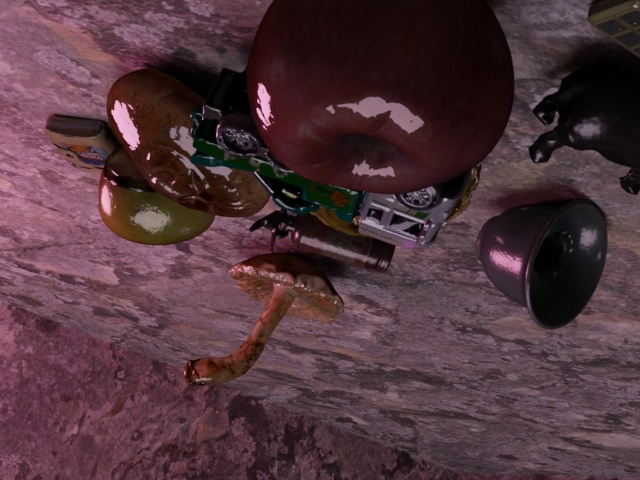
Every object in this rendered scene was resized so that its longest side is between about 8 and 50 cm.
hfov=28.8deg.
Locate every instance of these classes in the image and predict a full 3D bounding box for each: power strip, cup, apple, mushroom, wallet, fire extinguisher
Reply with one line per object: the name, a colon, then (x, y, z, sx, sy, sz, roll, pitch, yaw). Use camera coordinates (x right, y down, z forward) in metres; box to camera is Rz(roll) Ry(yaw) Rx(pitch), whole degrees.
power strip: (0.369, -0.218, 1.351, 0.169, 0.028, 0.076, 24, 158, -30)
cup: (0.317, 0.019, 1.889, 0.150, 0.199, 0.199, 21, 171, 43)
apple: (-0.254, -0.074, 2.000, 0.188, 0.174, 0.207, 16, 178, 1)
apple: (0.065, -0.184, 1.336, 0.305, 0.235, 0.306, 9, 161, 3)
mushroom: (-0.188, -0.134, 1.781, 0.278, 0.146, 0.278, 34, 163, 12)
mushroom: (-0.101, 0.161, 2.413, 0.233, 0.302, 0.208, 29, -167, -6)
wallet: (-0.381, -0.151, 2.041, 0.110, 0.039, 0.155, 7, 160, 13)
fire extinguisher: (0.002, -0.008, 2.112, 0.252, 0.075, 0.106, 17, -160, -10)

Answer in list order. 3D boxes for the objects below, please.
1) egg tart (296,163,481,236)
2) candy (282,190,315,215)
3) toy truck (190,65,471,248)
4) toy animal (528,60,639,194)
egg tart: (0.085, -0.080, 1.752, 0.278, 0.095, 0.279, 5, 143, 4)
candy: (-0.021, -0.091, 1.894, 0.209, 0.097, 0.097, 19, 161, -10)
toy truck: (0.008, -0.117, 1.574, 0.363, 0.177, 0.178, 17, 142, 5)
toy animal: (0.423, -0.124, 1.478, 0.343, 0.106, 0.168, 10, 155, -9)
